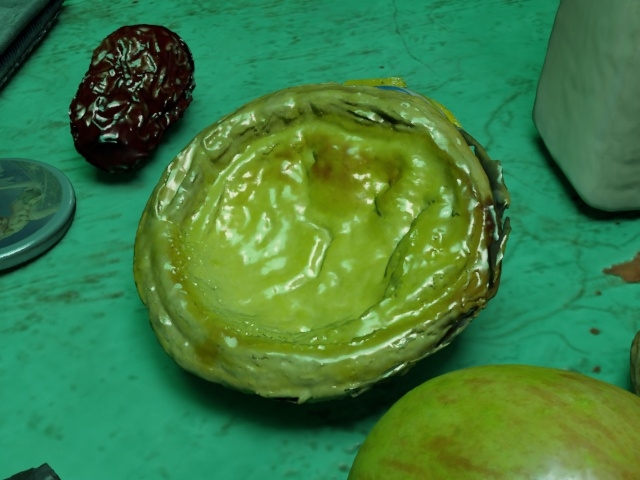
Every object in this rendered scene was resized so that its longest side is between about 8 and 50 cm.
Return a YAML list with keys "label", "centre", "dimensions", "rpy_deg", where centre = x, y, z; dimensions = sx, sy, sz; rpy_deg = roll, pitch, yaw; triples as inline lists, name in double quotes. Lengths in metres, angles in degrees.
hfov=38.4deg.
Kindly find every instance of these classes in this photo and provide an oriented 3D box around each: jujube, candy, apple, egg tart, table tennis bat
- label: "jujube"
  centre: [-0.180, -0.134, 0.852]
  dimensions: [0.104, 0.104, 0.166]
  rpy_deg: [10, 47, 15]
- label: "candy"
  centre: [0.303, -0.195, 0.693]
  dimensions: [0.208, 0.358, 0.145]
  rpy_deg: [-1, 43, -5]
- label: "apple"
  centre: [0.100, 0.154, 0.458]
  dimensions: [0.196, 0.196, 0.196]
  rpy_deg: [-2, 43, 2]
- label: "egg tart"
  centre: [0.000, 0.000, 0.670]
  dimensions: [0.279, 0.095, 0.278]
  rpy_deg: [-7, 58, 11]
- label: "table tennis bat"
  centre: [-0.322, -0.007, 0.775]
  dimensions: [0.237, 0.038, 0.149]
  rpy_deg: [-27, 48, -26]

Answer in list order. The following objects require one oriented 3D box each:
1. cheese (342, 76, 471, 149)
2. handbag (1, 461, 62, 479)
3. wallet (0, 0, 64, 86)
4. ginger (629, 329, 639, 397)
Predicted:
- label: "cheese"
  centre: [0.051, -0.050, 0.769]
  dimensions: [0.157, 0.064, 0.250]
  rpy_deg: [-3, 55, 3]
- label: "handbag"
  centre: [-0.163, 0.240, 0.469]
  dimensions: [0.175, 0.088, 0.270]
  rpy_deg: [-32, 49, -17]
- label: "wallet"
  centre: [-0.435, -0.198, 0.961]
  dimensions: [0.237, 0.075, 0.342]
  rpy_deg: [4, 44, 13]
- label: "ginger"
  centre: [0.298, 0.150, 0.508]
  dimensions: [0.081, 0.147, 0.334]
  rpy_deg: [0, 26, -41]
